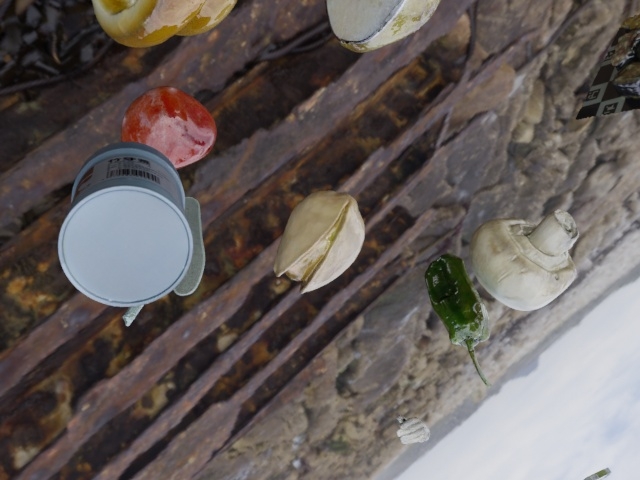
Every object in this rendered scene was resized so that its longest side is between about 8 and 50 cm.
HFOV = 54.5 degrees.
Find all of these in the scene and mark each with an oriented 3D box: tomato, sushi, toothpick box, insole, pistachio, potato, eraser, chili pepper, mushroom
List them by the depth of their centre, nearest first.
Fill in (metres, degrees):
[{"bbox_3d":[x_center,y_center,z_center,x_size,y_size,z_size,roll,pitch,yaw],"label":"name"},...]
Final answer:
[{"bbox_3d":[-0.165,-0.021,0.535,0.101,0.101,0.153,-44,-155,3],"label":"toothpick box"},{"bbox_3d":[0.203,0.101,0.893,0.073,0.204,0.072,15,131,-29],"label":"chili pepper"},{"bbox_3d":[0.490,-0.294,0.935,0.192,0.050,0.215,2,-121,61],"label":"sushi"},{"bbox_3d":[0.152,-0.498,1.194,0.196,0.246,0.300,10,89,-44],"label":"potato"},{"bbox_3d":[-0.303,-0.213,1.252,0.187,0.151,0.187,-29,153,-17],"label":"tomato"},{"bbox_3d":[-0.297,0.010,1.390,0.080,0.232,0.003,0,163,-4],"label":"insole"},{"bbox_3d":[0.472,0.025,1.400,0.234,0.253,0.260,-58,-162,30],"label":"mushroom"},{"bbox_3d":[0.719,0.617,1.618,0.083,0.019,0.038,-7,138,-32],"label":"eraser"},{"bbox_3d":[0.000,0.000,1.768,0.321,0.229,0.238,-56,-175,-18],"label":"pistachio"}]

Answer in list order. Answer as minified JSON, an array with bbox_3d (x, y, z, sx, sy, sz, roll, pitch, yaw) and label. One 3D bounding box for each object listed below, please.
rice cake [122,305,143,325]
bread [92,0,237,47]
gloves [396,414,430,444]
[{"bbox_3d":[-0.427,0.136,1.495,0.033,0.029,0.171,-40,-161,40],"label":"rice cake"},{"bbox_3d":[-0.256,-0.531,1.063,0.245,0.329,0.424,-31,176,-45],"label":"bread"},{"bbox_3d":[0.137,0.276,0.912,0.081,0.044,0.037,8,119,-49],"label":"gloves"}]
